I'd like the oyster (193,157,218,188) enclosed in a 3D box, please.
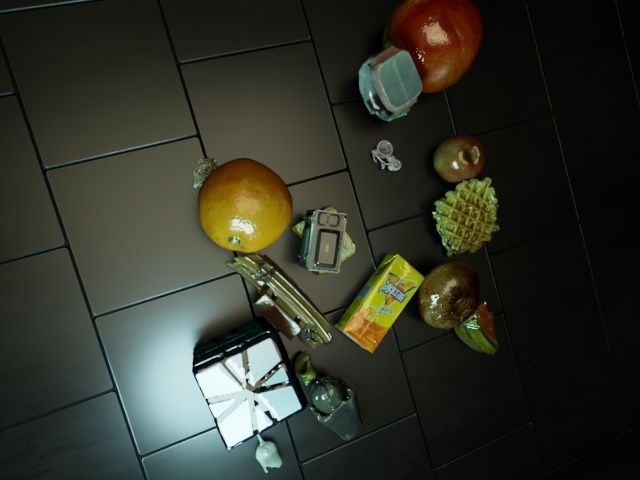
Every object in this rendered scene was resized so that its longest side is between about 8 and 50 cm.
[{"bbox_3d":[-0.400,-0.237,1.558,0.098,0.037,0.100,-13,93,-16],"label":"oyster"}]

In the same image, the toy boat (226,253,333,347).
[{"bbox_3d":[-0.146,0.217,1.579,0.445,0.136,0.162,48,53,-9],"label":"toy boat"}]

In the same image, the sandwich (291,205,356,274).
[{"bbox_3d":[0.016,-0.004,1.663,0.186,0.065,0.214,-33,98,-14],"label":"sandwich"}]

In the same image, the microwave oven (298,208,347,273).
[{"bbox_3d":[0.000,0.000,1.542,0.129,0.163,0.204,7,89,-13],"label":"microwave oven"}]

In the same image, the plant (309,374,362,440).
[{"bbox_3d":[0.054,0.599,1.634,0.164,0.142,0.256,-33,110,-13],"label":"plant"}]

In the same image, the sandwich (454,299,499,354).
[{"bbox_3d":[0.644,0.353,1.827,0.184,0.109,0.160,49,51,-14],"label":"sandwich"}]

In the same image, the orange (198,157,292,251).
[{"bbox_3d":[-0.244,-0.110,1.466,0.312,0.312,0.312,0,90,-16],"label":"orange"}]

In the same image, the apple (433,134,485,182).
[{"bbox_3d":[0.542,-0.319,1.759,0.188,0.174,0.188,0,89,-13],"label":"apple"}]

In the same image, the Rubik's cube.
[{"bbox_3d":[-0.240,0.447,1.476,0.289,0.283,0.293,-25,98,-14],"label":"Rubik's cube"}]

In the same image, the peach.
[{"bbox_3d":[0.416,-0.732,1.663,0.373,0.290,0.372,-1,96,-10],"label":"peach"}]

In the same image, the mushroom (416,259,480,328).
[{"bbox_3d":[0.498,0.208,1.722,0.278,0.163,0.297,-35,131,-23],"label":"mushroom"}]

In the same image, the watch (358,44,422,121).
[{"bbox_3d":[0.235,-0.559,1.634,0.162,0.241,0.253,-34,115,-10],"label":"watch"}]

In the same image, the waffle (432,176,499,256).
[{"bbox_3d":[0.583,-0.093,1.795,0.297,0.073,0.317,-28,114,-14],"label":"waffle"}]

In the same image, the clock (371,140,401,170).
[{"bbox_3d":[0.256,-0.321,1.745,0.087,0.041,0.129,-36,94,-17],"label":"clock"}]

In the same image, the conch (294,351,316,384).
[{"bbox_3d":[-0.058,0.463,1.632,0.089,0.074,0.121,23,56,-51],"label":"conch"}]

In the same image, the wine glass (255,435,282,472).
[{"bbox_3d":[-0.205,0.715,1.588,0.079,0.079,0.195,-27,96,-14],"label":"wine glass"}]

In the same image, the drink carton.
[{"bbox_3d":[0.226,0.231,1.700,0.154,0.111,0.351,40,78,-13],"label":"drink carton"}]
